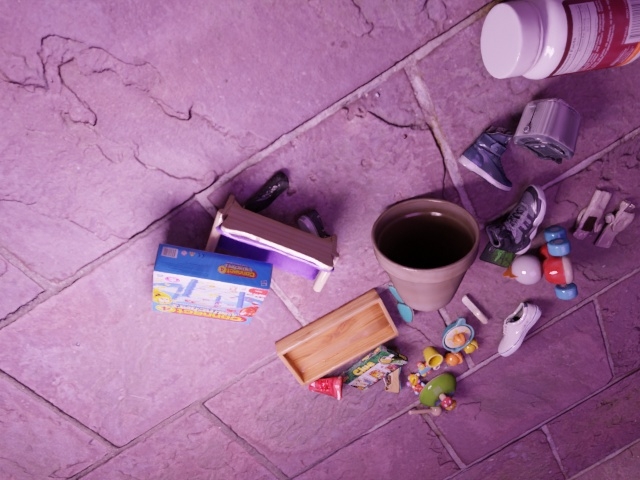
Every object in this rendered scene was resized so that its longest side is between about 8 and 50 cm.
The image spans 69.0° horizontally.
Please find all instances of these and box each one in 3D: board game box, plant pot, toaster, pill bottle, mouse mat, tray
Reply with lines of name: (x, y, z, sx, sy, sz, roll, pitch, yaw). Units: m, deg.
board game box: (0.199, 0.496, 1.797, 0.136, 0.030, 0.259, 30, 125, -21)
plant pot: (0.334, 0.069, 1.494, 0.324, 0.323, 0.280, -18, 134, -6)
toaster: (0.711, -0.341, 1.438, 0.227, 0.129, 0.146, 17, 89, -30)
pill bottle: (0.660, -0.562, 1.261, 0.393, 0.224, 0.223, -11, 121, -9)
mouse mat: (0.688, 0.010, 1.722, 0.153, 0.007, 0.189, 16, 113, -23)
board game box: (-0.324, 0.138, 1.354, 0.309, 0.086, 0.302, 11, 149, -14)
tray: (0.063, 0.357, 1.703, 0.411, 0.076, 0.202, -29, 122, 1)

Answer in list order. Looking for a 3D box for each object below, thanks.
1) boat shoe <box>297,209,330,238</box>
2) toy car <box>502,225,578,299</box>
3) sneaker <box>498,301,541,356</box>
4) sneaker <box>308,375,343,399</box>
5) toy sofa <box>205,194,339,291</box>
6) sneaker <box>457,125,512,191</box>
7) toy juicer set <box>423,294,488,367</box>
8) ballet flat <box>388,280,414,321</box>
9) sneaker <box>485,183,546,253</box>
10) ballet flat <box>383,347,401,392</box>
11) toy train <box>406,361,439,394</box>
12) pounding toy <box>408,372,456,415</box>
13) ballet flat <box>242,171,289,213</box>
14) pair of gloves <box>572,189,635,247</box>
boat shoe: (0.000, 0.000, 1.488, 0.076, 0.080, 0.228, -40, 123, -22)
toy car: (0.800, 0.092, 1.727, 0.238, 0.210, 0.219, -10, 111, 24)
sneaker: (0.792, 0.358, 1.911, 0.091, 0.094, 0.258, 25, 106, -7)
sneaker: (0.015, 0.550, 1.741, 0.128, 0.086, 0.221, 6, 154, 0)
toy sofa: (-0.137, 0.026, 1.344, 0.363, 0.177, 0.150, 20, 123, -11)
sneaker: (0.573, -0.263, 1.487, 0.226, 0.086, 0.163, 27, 111, -26)
toy juicer set: (0.573, 0.388, 1.854, 0.209, 0.089, 0.328, 20, 111, -24)
ballet flat: (0.310, 0.213, 1.697, 0.068, 0.072, 0.213, -47, 128, -23)
sneaker: (0.669, -0.066, 1.608, 0.153, 0.101, 0.268, -4, 122, -16)
ballet flat: (0.286, 0.527, 1.862, 0.073, 0.080, 0.232, -4, 119, 3)
toy train: (0.417, 0.564, 1.939, 0.125, 0.046, 0.166, 18, 110, -37)
pounding toy: (0.511, 0.684, 1.971, 0.183, 0.110, 0.236, 6, 120, -34)
ballet flat: (-0.164, -0.136, 1.385, 0.173, 0.049, 0.057, -36, 144, 13)
pair of gloves: (1.080, -0.074, 1.764, 0.240, 0.042, 0.204, 16, 113, -24)
